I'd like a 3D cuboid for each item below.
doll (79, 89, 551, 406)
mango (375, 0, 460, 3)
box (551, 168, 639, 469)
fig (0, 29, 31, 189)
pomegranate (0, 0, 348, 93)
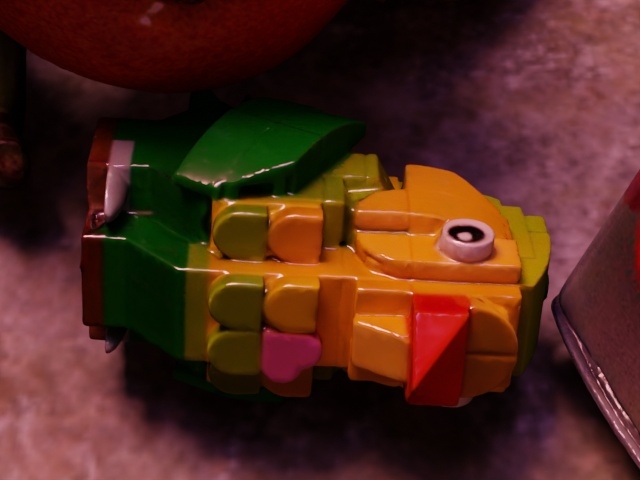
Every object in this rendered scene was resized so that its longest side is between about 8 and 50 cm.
[{"bbox_3d":[-0.004,0.003,0.623,0.186,0.106,0.134,18,31,23],"label":"doll"},{"bbox_3d":[0.057,-0.219,0.797,0.156,0.151,0.249,-9,53,30],"label":"mango"},{"bbox_3d":[0.170,-0.022,0.545,0.069,0.224,0.120,8,39,-30],"label":"box"},{"bbox_3d":[-0.210,-0.106,0.724,0.195,0.195,0.245,-36,85,-25],"label":"fig"},{"bbox_3d":[-0.056,-0.181,0.637,0.220,0.221,0.257,0,44,8],"label":"pomegranate"}]
